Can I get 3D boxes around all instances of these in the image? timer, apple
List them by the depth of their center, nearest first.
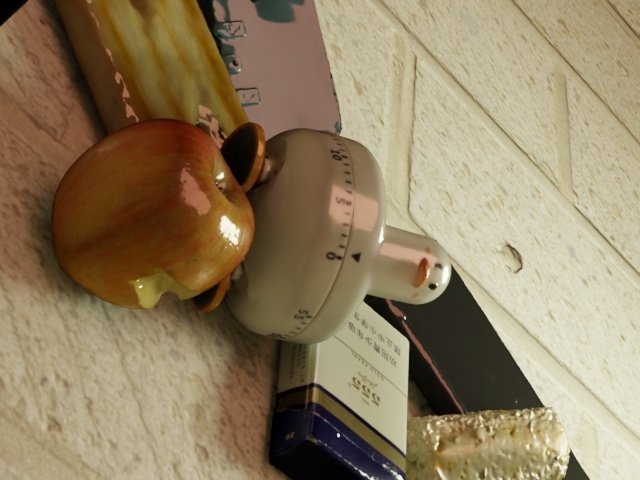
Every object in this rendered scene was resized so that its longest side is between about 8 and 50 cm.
[{"bbox_3d":[-0.168,-0.021,1.523,0.199,0.199,0.199,38,36,-34],"label":"apple"},{"bbox_3d":[0.000,0.000,1.677,0.240,0.233,0.234,14,49,-25],"label":"timer"}]

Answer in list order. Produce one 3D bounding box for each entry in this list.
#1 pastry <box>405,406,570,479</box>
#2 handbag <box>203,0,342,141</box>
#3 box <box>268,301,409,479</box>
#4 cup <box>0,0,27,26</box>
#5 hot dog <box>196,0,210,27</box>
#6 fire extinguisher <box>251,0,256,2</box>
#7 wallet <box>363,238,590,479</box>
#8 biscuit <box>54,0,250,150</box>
[{"bbox_3d":[0.201,0.258,1.863,0.258,0.089,0.122,3,86,-30],"label":"pastry"},{"bbox_3d":[-0.064,-0.215,1.894,0.144,0.057,0.221,-9,85,-28],"label":"handbag"},{"bbox_3d":[0.025,0.176,1.742,0.168,0.071,0.259,42,34,-29],"label":"box"},{"bbox_3d":[-0.343,-0.307,1.497,0.166,0.177,0.239,30,41,-41],"label":"cup"},{"bbox_3d":[-0.096,-0.275,1.957,0.250,0.076,0.104,53,29,-8],"label":"hot dog"},{"bbox_3d":[-0.200,-0.379,1.794,0.311,0.095,0.114,26,40,-24],"label":"fire extinguisher"},{"bbox_3d":[0.206,0.202,2.012,0.406,0.062,0.228,57,30,-4],"label":"wallet"},{"bbox_3d":[-0.185,-0.192,1.755,0.237,0.062,0.291,-8,70,-58],"label":"biscuit"}]
